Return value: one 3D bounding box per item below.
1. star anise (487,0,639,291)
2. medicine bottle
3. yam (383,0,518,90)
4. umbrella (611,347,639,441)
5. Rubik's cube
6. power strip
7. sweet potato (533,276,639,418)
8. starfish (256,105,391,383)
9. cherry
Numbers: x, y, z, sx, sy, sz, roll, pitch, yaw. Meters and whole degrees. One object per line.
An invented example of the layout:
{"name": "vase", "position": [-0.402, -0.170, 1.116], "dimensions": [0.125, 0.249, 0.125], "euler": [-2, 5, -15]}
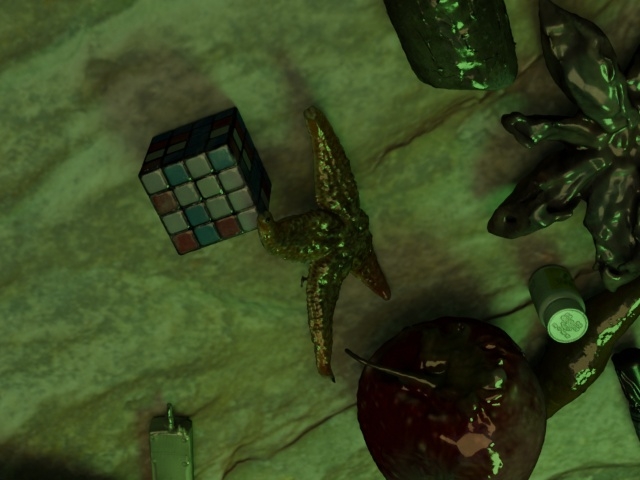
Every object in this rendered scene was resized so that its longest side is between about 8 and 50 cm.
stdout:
{"name": "star anise", "position": [0.261, -0.077, 0.994], "dimensions": [0.198, 0.110, 0.257], "euler": [11, 111, -5]}
{"name": "medicine bottle", "position": [0.239, 0.063, 1.080], "dimensions": [0.047, 0.083, 0.047], "euler": [-1, 117, -2]}
{"name": "yam", "position": [0.106, -0.212, 0.930], "dimensions": [0.107, 0.107, 0.183], "euler": [-18, 117, 10]}
{"name": "umbrella", "position": [0.377, 0.218, 1.177], "dimensions": [0.053, 0.052, 0.250], "euler": [-21, 116, 12]}
{"name": "Rubik's cube", "position": [-0.106, -0.057, 1.016], "dimensions": [0.092, 0.092, 0.092], "euler": [-19, 116, 10]}
{"name": "power strip", "position": [-0.167, 0.262, 1.219], "dimensions": [0.047, 0.030, 0.191], "euler": [2, 118, 1]}
{"name": "sweet potato", "position": [0.260, 0.130, 1.129], "dimensions": [0.067, 0.067, 0.274], "euler": [28, 120, -13]}
{"name": "starfish", "position": [-0.002, 0.001, 1.026], "dimensions": [0.050, 0.138, 0.247], "euler": [7, 134, 39]}
{"name": "cherry", "position": [0.132, 0.193, 1.100], "dimensions": [0.192, 0.175, 0.250], "euler": [1, 120, 11]}
